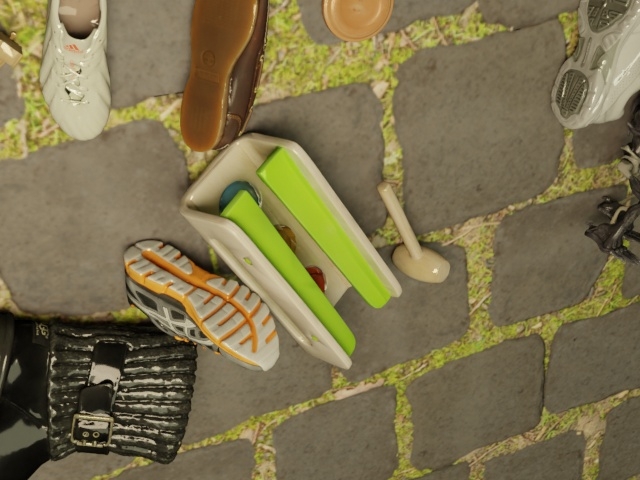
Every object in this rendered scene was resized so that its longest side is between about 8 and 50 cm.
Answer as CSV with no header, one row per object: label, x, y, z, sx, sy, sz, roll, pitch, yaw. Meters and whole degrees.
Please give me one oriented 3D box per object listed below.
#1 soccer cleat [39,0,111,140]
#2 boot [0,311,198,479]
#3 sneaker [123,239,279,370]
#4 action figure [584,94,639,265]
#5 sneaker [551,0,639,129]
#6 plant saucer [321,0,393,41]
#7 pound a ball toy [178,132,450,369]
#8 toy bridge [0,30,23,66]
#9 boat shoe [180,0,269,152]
soccer cleat,-0.233,-0.181,0.751,0.068,0.076,0.196,-5,122,-21
boot,-0.306,0.245,0.950,0.260,0.131,0.348,11,114,-29
sneaker,-0.138,0.085,0.907,0.084,0.215,0.083,-36,155,-48
action figure,0.464,-0.109,1.053,0.164,0.141,0.275,-28,140,-50
sneaker,0.376,-0.249,0.980,0.115,0.090,0.232,-5,131,-29
plant saucer,0.042,-0.258,0.863,0.084,0.013,0.083,-11,123,-18
pound a ball toy,0.000,0.000,0.954,0.208,0.136,0.319,-53,130,-19
toy bridge,-0.345,-0.124,0.745,0.188,0.063,0.026,-48,126,8
boat shoe,-0.093,-0.192,0.817,0.073,0.073,0.207,-27,143,-55
